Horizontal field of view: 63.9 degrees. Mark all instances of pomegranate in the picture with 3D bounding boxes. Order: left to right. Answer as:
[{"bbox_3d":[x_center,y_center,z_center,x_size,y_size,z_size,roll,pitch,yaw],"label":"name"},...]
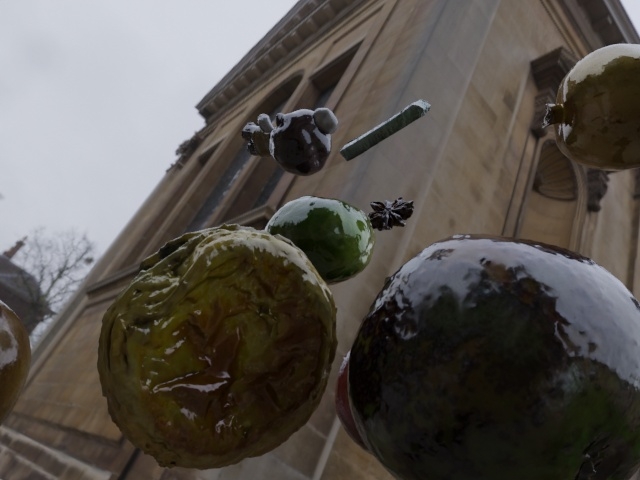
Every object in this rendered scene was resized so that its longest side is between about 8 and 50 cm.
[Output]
[{"bbox_3d":[0.148,0.109,0.522,0.285,0.285,0.340,44,0,-26],"label":"pomegranate"},{"bbox_3d":[0.694,-0.305,1.223,0.319,0.319,0.319,19,-32,12],"label":"pomegranate"}]

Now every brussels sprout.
[{"bbox_3d":[0.003,0.004,0.786,0.144,0.180,0.162,60,-31,28],"label":"brussels sprout"}]

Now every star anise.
[{"bbox_3d":[0.187,-0.071,1.625,0.233,0.177,0.073,-16,-62,-1],"label":"star anise"}]

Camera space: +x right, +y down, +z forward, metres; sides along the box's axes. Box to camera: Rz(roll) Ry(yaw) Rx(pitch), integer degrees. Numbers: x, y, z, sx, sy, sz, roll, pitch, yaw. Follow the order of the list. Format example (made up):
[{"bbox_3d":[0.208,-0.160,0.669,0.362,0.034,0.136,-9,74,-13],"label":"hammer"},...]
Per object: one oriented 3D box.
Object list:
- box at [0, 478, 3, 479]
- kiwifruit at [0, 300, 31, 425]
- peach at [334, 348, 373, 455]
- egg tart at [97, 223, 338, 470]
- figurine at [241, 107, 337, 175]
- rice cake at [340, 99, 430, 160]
[{"bbox_3d":[-0.497,0.398,0.768,0.125,0.027,0.126,15,-3,15],"label":"box"},{"bbox_3d":[-0.421,0.146,0.530,0.196,0.234,0.196,39,4,-3],"label":"kiwifruit"},{"bbox_3d":[0.107,0.241,0.813,0.197,0.197,0.197,19,-32,12],"label":"peach"},{"bbox_3d":[-0.096,0.100,0.508,0.241,0.241,0.106,43,-15,-25],"label":"egg tart"},{"bbox_3d":[-0.105,-0.334,1.725,0.365,0.206,0.218,29,-49,55],"label":"figurine"},{"bbox_3d":[0.125,-0.219,1.020,0.210,0.043,0.034,-26,-76,41],"label":"rice cake"}]
